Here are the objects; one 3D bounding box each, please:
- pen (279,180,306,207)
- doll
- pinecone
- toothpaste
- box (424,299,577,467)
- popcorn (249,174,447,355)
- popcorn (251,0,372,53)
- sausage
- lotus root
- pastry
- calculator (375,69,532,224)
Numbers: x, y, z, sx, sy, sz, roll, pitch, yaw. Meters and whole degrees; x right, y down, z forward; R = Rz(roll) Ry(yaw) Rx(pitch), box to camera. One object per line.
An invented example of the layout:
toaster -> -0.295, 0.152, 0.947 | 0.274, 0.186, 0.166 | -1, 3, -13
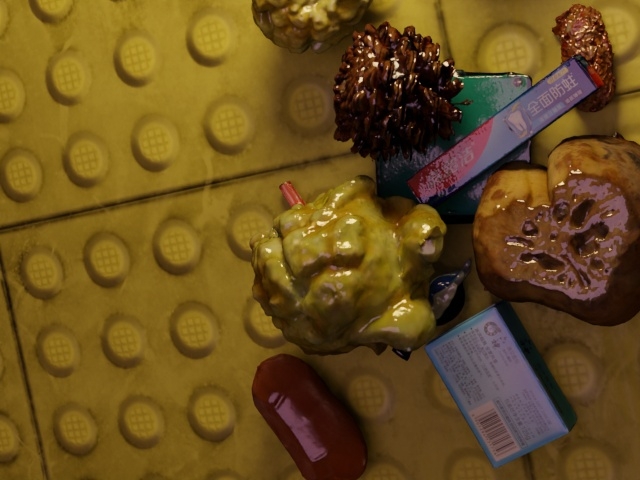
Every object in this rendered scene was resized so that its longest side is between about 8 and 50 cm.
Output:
pen -> 0.000, 0.000, 1.863 | 0.028, 0.028, 0.239 | -36, 83, 24
doll -> 0.188, 0.109, 1.740 | 0.070, 0.096, 0.195 | 37, 79, 8
pinecone -> 0.119, -0.218, 1.627 | 0.222, 0.221, 0.221 | 3, 98, 23
toothpaste -> 0.277, -0.161, 1.626 | 0.320, 0.076, 0.066 | -38, 85, 25
box -> 0.292, 0.231, 1.736 | 0.143, 0.083, 0.232 | -33, 82, 25
popcorn -> 0.033, 0.042, 1.674 | 0.279, 0.335, 0.274 | 1, 80, -11
popcorn -> -0.009, -0.415, 1.729 | 0.181, 0.217, 0.235 | 32, 104, -11
sausage -> -0.019, 0.312, 1.859 | 0.133, 0.133, 0.258 | -43, 79, 23
lotus root -> 0.363, -0.024, 1.565 | 0.316, 0.250, 0.316 | 2, 96, 15
pastry -> 0.401, -0.279, 1.629 | 0.087, 0.063, 0.169 | -14, 92, 27
calculator -> 0.216, -0.151, 1.731 | 0.274, 0.058, 0.248 | -2, 97, 24
